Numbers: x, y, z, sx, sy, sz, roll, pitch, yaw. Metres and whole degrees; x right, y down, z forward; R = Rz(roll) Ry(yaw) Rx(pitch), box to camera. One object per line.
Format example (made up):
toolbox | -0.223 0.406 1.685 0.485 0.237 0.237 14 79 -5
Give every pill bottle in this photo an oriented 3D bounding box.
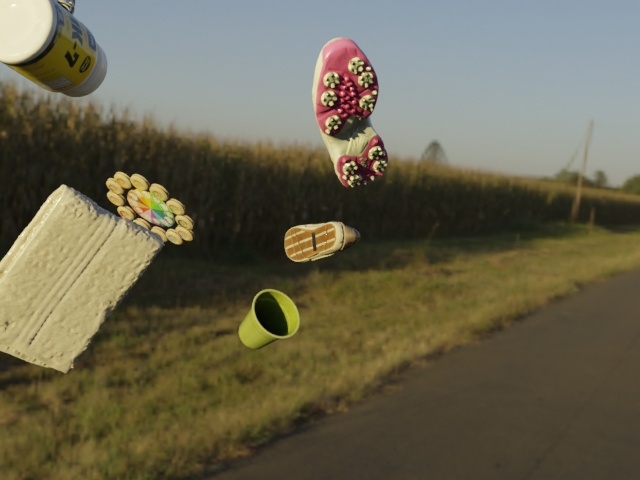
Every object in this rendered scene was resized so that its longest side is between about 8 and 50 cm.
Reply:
pill bottle | -0.409 -0.293 1.441 0.119 0.119 0.208 6 -7 12

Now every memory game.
memory game | -0.310 -0.056 1.735 0.186 0.012 0.186 22 -32 14

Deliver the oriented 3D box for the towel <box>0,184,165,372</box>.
towel | -0.384 0.065 1.434 0.187 0.282 0.049 31 15 -36

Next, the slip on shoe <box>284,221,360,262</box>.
slip on shoe | 0.000 0.000 1.271 0.041 0.051 0.135 1 -11 -34

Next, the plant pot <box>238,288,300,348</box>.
plant pot | -0.087 0.131 1.484 0.083 0.083 0.079 3 -32 -36

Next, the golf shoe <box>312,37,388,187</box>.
golf shoe | 0.031 -0.226 1.606 0.115 0.306 0.140 -22 50 -9

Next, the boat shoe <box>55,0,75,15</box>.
boat shoe | -0.481 -0.417 1.736 0.063 0.066 0.184 7 22 11
